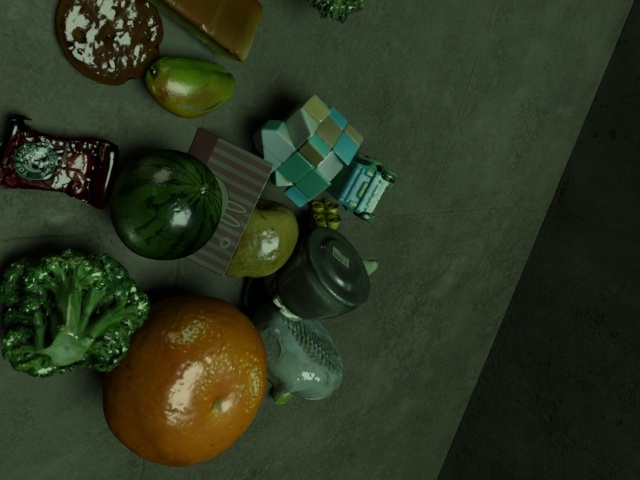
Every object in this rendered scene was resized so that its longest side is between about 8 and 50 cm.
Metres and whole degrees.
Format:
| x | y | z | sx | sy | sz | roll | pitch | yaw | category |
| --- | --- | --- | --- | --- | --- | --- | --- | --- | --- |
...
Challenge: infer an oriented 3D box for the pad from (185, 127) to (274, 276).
| x | y | z | sx | sy | sz | roll | pitch | yaw | category |
| --- | --- | --- | --- | --- | --- | --- | --- | --- | --- |
| -0.259 | -0.088 | 1.376 | 0.299 | 0.202 | 0.005 | -63 | 177 | 9 | pad |

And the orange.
| x | y | z | sx | sy | sz | roll | pitch | yaw | category |
| --- | --- | --- | --- | --- | --- | --- | --- | --- | --- |
| -0.338 | 0.338 | 1.451 | 0.424 | 0.326 | 0.424 | -13 | 110 | -38 | orange |

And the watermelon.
| x | y | z | sx | sy | sz | roll | pitch | yaw | category |
| --- | --- | --- | --- | --- | --- | --- | --- | --- | --- |
| -0.329 | -0.075 | 1.250 | 0.242 | 0.242 | 0.242 | -25 | 131 | -32 | watermelon |

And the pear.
| x | y | z | sx | sy | sz | roll | pitch | yaw | category |
| --- | --- | --- | --- | --- | --- | --- | --- | --- | --- |
| -0.174 | 0.000 | 1.482 | 0.229 | 0.188 | 0.211 | 11 | 104 | -14 | pear |

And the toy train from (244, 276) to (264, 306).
| x | y | z | sx | sy | sz | roll | pitch | yaw | category |
| --- | --- | --- | --- | --- | --- | --- | --- | --- | --- |
| -0.184 | 0.090 | 1.661 | 0.044 | 0.042 | 0.209 | 8 | 112 | -23 | toy train |

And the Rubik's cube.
| x | y | z | sx | sy | sz | roll | pitch | yaw | category |
| --- | --- | --- | --- | --- | --- | --- | --- | --- | --- |
| -0.048 | -0.238 | 1.460 | 0.213 | 0.265 | 0.224 | 42 | 43 | -15 | Rubik's cube |

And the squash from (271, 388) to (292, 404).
| x | y | z | sx | sy | sz | roll | pitch | yaw | category |
| --- | --- | --- | --- | --- | --- | --- | --- | --- | --- |
| -0.081 | 0.462 | 1.989 | 0.239 | 0.069 | 0.069 | -50 | 140 | -8 | squash |

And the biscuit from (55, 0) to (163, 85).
| x | y | z | sx | sy | sz | roll | pitch | yaw | category |
| --- | --- | --- | --- | --- | --- | --- | --- | --- | --- |
| -0.401 | -0.405 | 1.122 | 0.212 | 0.036 | 0.212 | -25 | 130 | -34 | biscuit |

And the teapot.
| x | y | z | sx | sy | sz | roll | pitch | yaw | category |
| --- | --- | --- | --- | --- | --- | --- | --- | --- | --- |
| -0.006 | 0.096 | 1.622 | 0.239 | 0.239 | 0.321 | -33 | -170 | 31 | teapot |

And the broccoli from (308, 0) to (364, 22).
| x | y | z | sx | sy | sz | roll | pitch | yaw | category |
| --- | --- | --- | --- | --- | --- | --- | --- | --- | --- |
| 0.042 | -0.665 | 1.227 | 0.249 | 0.302 | 0.375 | 16 | 113 | -10 | broccoli |

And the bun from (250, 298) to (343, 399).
| x | y | z | sx | sy | sz | roll | pitch | yaw | category |
| --- | --- | --- | --- | --- | --- | --- | --- | --- | --- |
| -0.089 | 0.325 | 1.694 | 0.194 | 0.354 | 0.354 | -43 | 141 | 10 | bun |

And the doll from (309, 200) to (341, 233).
| x | y | z | sx | sy | sz | roll | pitch | yaw | category |
| --- | --- | --- | --- | --- | --- | --- | --- | --- | --- |
| 0.000 | 0.000 | 1.741 | 0.143 | 0.135 | 0.221 | 0 | 126 | -9 | doll |

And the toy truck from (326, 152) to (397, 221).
| x | y | z | sx | sy | sz | roll | pitch | yaw | category |
| --- | --- | --- | --- | --- | --- | --- | --- | --- | --- |
| 0.099 | -0.165 | 1.610 | 0.156 | 0.279 | 0.155 | 25 | 102 | -16 | toy truck |

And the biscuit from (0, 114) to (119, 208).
| x | y | z | sx | sy | sz | roll | pitch | yaw | category |
| --- | --- | --- | --- | --- | --- | --- | --- | --- | --- |
| -0.523 | -0.152 | 1.146 | 0.235 | 0.063 | 0.151 | 10 | 107 | -45 | biscuit |

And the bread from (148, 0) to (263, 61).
| x | y | z | sx | sy | sz | roll | pitch | yaw | category |
| --- | --- | --- | --- | --- | --- | --- | --- | --- | --- |
| -0.267 | -0.504 | 1.144 | 0.361 | 0.077 | 0.138 | 27 | 80 | -50 | bread |

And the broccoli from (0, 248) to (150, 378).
| x | y | z | sx | sy | sz | roll | pitch | yaw | category |
| --- | --- | --- | --- | --- | --- | --- | --- | --- | --- |
| -0.524 | 0.164 | 1.207 | 0.308 | 0.275 | 0.307 | -6 | 117 | -12 | broccoli |

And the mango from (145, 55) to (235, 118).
| x | y | z | sx | sy | sz | roll | pitch | yaw | category |
| --- | --- | --- | --- | --- | --- | --- | --- | --- | --- |
| -0.271 | -0.328 | 1.253 | 0.233 | 0.111 | 0.125 | -9 | 134 | -56 | mango |
